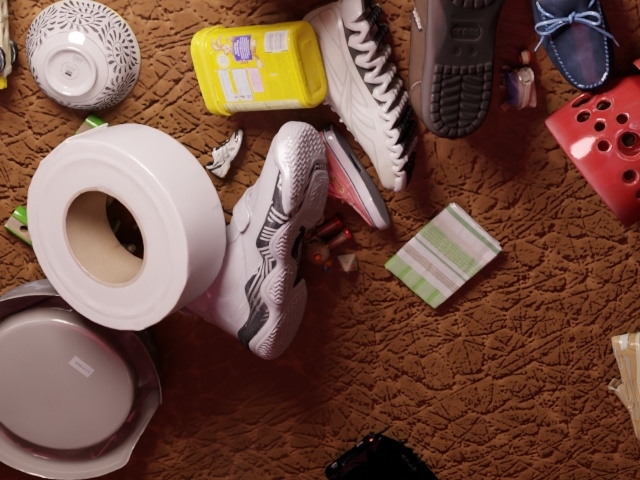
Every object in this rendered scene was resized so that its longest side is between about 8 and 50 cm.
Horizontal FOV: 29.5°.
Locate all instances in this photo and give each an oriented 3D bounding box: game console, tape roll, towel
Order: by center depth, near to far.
[{"bbox_3d":[-0.278,-0.020,1.722,0.286,0.100,0.286,12,115,27],"label":"tape roll"},{"bbox_3d":[0.188,0.023,1.861,0.113,0.023,0.152,42,114,-12],"label":"towel"},{"bbox_3d":[0.038,0.490,2.041,0.361,0.044,0.213,-39,111,5],"label":"game console"}]

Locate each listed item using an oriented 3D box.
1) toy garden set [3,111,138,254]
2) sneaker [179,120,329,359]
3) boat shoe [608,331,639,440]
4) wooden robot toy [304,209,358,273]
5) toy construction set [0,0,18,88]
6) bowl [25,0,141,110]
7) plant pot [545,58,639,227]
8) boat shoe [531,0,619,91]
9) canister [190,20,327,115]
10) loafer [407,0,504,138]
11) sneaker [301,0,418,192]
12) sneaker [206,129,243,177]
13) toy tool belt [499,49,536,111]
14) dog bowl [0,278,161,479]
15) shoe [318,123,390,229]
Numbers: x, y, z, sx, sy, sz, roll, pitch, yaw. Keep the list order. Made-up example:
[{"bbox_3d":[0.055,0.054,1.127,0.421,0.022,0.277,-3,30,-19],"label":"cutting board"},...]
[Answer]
[{"bbox_3d":[-0.340,-0.040,1.854,0.204,0.049,0.244,37,113,-13],"label":"toy garden set"},{"bbox_3d":[-0.118,-0.016,1.766,0.210,0.137,0.365,19,116,20],"label":"sneaker"},{"bbox_3d":[0.492,0.232,1.918,0.072,0.068,0.189,-3,106,20],"label":"boat shoe"},{"bbox_3d":[0.000,0.000,1.830,0.076,0.079,0.173,-32,110,18],"label":"wooden robot toy"},{"bbox_3d":[-0.544,-0.301,1.701,0.215,0.151,0.327,3,127,3],"label":"toy construction set"},{"bbox_3d":[-0.348,-0.253,1.736,0.170,0.080,0.170,2,117,3],"label":"bowl"},{"bbox_3d":[0.432,-0.140,1.672,0.174,0.191,0.191,-37,108,11],"label":"plant pot"},{"bbox_3d":[0.314,-0.318,1.602,0.109,0.089,0.258,-24,90,12],"label":"boat shoe"},{"bbox_3d":[-0.084,-0.239,1.687,0.170,0.073,0.126,1,117,34],"label":"canister"},{"bbox_3d":[0.168,-0.325,1.630,0.134,0.130,0.365,5,102,-27],"label":"loafer"},{"bbox_3d":[0.058,-0.203,1.722,0.118,0.110,0.292,-12,108,20],"label":"sneaker"},{"bbox_3d":[-0.143,-0.132,1.803,0.037,0.032,0.083,26,115,-8],"label":"sneaker"},{"bbox_3d":[0.275,-0.224,1.714,0.051,0.052,0.083,-11,114,1],"label":"toy tool belt"},{"bbox_3d":[-0.417,0.216,1.957,0.349,0.102,0.348,2,116,3],"label":"dog bowl"},{"bbox_3d":[0.029,-0.080,1.801,0.081,0.063,0.178,-28,105,18],"label":"shoe"}]
